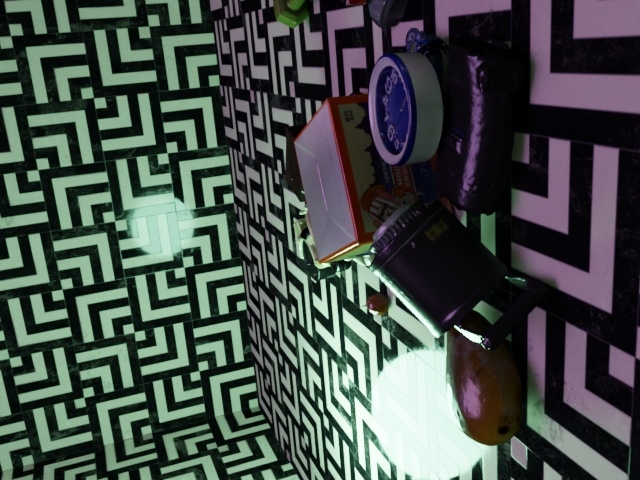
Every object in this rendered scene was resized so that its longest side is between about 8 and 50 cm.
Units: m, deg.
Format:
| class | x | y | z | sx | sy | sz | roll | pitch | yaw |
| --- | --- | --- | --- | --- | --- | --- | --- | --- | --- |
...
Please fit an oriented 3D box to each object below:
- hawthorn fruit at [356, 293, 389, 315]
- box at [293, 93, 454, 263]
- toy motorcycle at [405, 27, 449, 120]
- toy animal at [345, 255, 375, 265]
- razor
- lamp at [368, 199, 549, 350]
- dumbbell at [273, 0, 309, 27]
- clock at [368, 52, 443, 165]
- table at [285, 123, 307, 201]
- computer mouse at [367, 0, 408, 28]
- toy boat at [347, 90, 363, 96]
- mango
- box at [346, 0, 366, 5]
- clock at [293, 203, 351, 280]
| class | x | y | z | sx | sy | sz | roll | pitch | yaw |
| --- | --- | --- | --- | --- | --- | --- | --- | --- | --- |
| hawthorn fruit | 0.153 | 0.192 | 1.996 | 0.067 | 0.103 | 0.066 | 176 | 90 | -78 |
| box | 0.120 | -0.146 | 1.663 | 0.318 | 0.257 | 0.348 | 146 | 113 | -69 |
| toy motorcycle | 0.235 | -0.353 | 1.466 | 0.135 | 0.092 | 0.254 | 156 | 105 | -71 |
| toy animal | 0.151 | -0.017 | 1.906 | 0.104 | 0.184 | 0.185 | -13 | 64 | 33 |
| razor | 0.301 | -0.220 | 1.309 | 0.189 | 0.107 | 0.326 | -125 | 30 | -55 |
| lamp | 0.234 | 0.050 | 1.374 | 0.272 | 0.205 | 0.374 | 49 | 168 | -11 |
| dumbbell | -0.061 | -0.768 | 2.101 | 0.108 | 0.121 | 0.302 | 52 | 164 | -8 |
| clock | 0.174 | -0.271 | 1.400 | 0.230 | 0.083 | 0.230 | 174 | 90 | -74 |
| table | -0.007 | -0.246 | 2.128 | 0.172 | 0.169 | 0.193 | -122 | 28 | -48 |
| computer mouse | 0.158 | -0.601 | 1.592 | 0.231 | 0.071 | 0.126 | 113 | 143 | -58 |
| toy boat | 0.089 | -0.379 | 1.938 | 0.137 | 0.060 | 0.060 | 158 | 122 | -68 |
| mango | 0.338 | 0.278 | 1.440 | 0.192 | 0.146 | 0.316 | 106 | 163 | -51 |
| box | 0.089 | -0.659 | 1.670 | 0.229 | 0.050 | 0.122 | -85 | -6 | -61 |
| clock | 0.000 | 0.000 | 2.337 | 0.379 | 0.120 | 0.276 | 138 | 115 | -70 |
